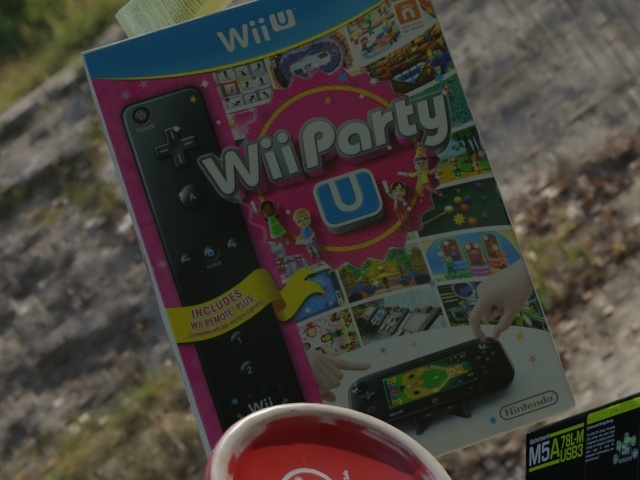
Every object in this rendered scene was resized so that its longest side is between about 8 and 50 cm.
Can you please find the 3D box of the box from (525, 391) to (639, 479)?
[{"bbox_3d":[0.155,0.170,0.730,0.190,0.045,0.184,138,142,-65],"label":"box"}]

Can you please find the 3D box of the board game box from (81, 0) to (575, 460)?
[{"bbox_3d":[0.000,0.000,0.949,0.224,0.303,0.097,-18,-8,-5],"label":"board game box"}]

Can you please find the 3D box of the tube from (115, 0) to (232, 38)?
[{"bbox_3d":[-0.103,-0.257,1.425,0.240,0.062,0.070,-42,29,27],"label":"tube"}]

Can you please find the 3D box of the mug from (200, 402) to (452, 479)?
[{"bbox_3d":[-0.026,0.142,0.562,0.113,0.150,0.169,-17,-44,-40],"label":"mug"}]
